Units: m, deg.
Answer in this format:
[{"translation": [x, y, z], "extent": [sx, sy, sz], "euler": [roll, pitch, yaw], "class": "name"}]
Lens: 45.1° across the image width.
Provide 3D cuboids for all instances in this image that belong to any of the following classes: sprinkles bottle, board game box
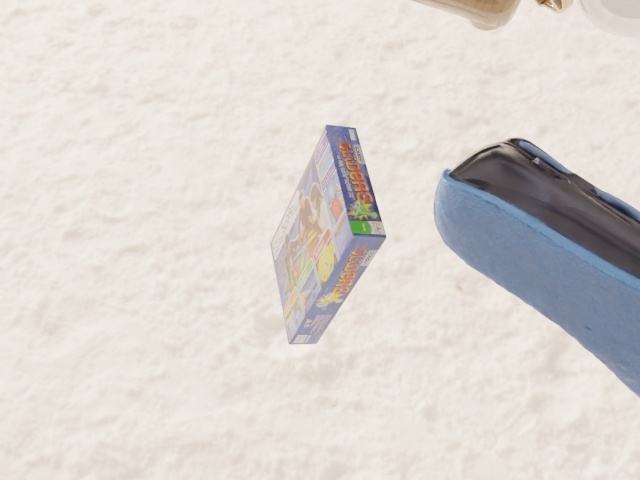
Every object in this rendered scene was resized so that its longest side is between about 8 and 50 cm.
[{"translation": [0.355, -0.330, 0.868], "extent": [0.121, 0.121, 0.355], "euler": [13, 32, 14], "class": "sprinkles bottle"}, {"translation": [0.000, 0.000, 0.790], "extent": [0.035, 0.201, 0.136], "euler": [2, 55, -22], "class": "board game box"}]

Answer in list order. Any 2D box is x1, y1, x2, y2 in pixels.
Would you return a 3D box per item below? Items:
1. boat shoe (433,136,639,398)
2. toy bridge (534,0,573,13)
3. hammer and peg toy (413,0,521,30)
[{"translation": [0.186, 0.018, 0.424], "extent": [0.258, 0.109, 0.089], "euler": [41, 61, 14], "class": "boat shoe"}, {"translation": [0.373, -0.394, 1.224], "extent": [0.026, 0.063, 0.188], "euler": [-35, 3, 8], "class": "toy bridge"}, {"translation": [0.106, -0.369, 0.635], "extent": [0.266, 0.127, 0.361], "euler": [24, 83, 19], "class": "hammer and peg toy"}]
